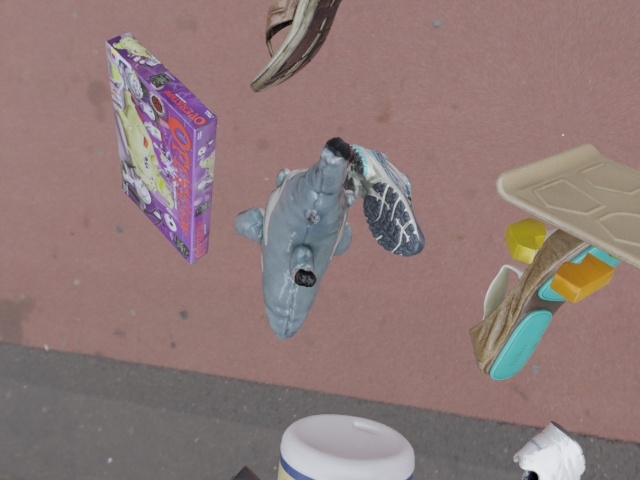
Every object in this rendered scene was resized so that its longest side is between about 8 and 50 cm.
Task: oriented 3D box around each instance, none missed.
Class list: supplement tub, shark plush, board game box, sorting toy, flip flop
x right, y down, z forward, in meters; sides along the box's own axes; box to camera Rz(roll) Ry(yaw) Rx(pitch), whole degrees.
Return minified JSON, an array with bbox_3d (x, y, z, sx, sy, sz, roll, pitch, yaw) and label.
[{"bbox_3d":[0.030,0.484,1.025,0.228,0.228,0.317,8,95,21],"label":"supplement tub"},{"bbox_3d":[0.000,0.000,0.321,0.073,0.067,0.161,17,151,-18],"label":"shark plush"},{"bbox_3d":[-0.253,-0.129,0.966,0.208,0.056,0.347,40,147,15],"label":"board game box"},{"bbox_3d":[0.318,-0.021,0.693,0.229,0.307,0.041,41,139,39],"label":"sorting toy"},{"bbox_3d":[-0.032,-0.339,0.888,0.080,0.112,0.277,39,126,8],"label":"flip flop"}]

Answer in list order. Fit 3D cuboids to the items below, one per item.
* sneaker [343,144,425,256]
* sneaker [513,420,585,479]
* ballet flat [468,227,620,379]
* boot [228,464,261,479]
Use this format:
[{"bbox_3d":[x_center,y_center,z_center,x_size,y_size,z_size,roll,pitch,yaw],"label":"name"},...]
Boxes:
[{"bbox_3d":[0.146,-0.092,1.209,0.283,0.122,0.110,62,140,31],"label":"sneaker"},{"bbox_3d":[0.459,0.500,1.186,0.129,0.111,0.297,-24,103,-8],"label":"sneaker"},{"bbox_3d":[0.333,0.067,0.931,0.343,0.116,0.124,-64,37,33],"label":"ballet flat"},{"bbox_3d":[0.065,0.405,0.659,0.445,0.146,0.367,34,65,13],"label":"boot"}]
